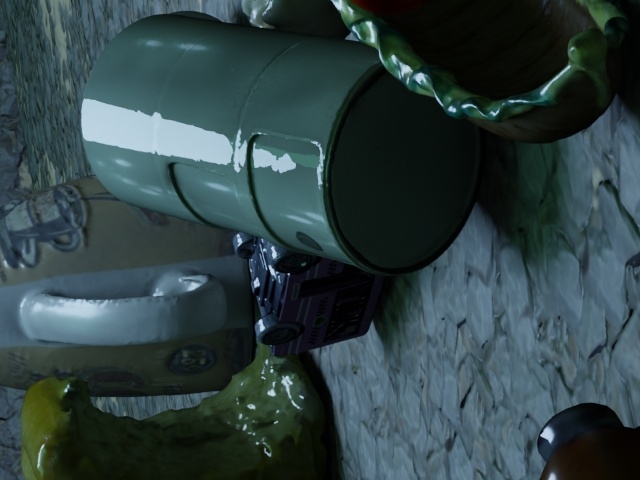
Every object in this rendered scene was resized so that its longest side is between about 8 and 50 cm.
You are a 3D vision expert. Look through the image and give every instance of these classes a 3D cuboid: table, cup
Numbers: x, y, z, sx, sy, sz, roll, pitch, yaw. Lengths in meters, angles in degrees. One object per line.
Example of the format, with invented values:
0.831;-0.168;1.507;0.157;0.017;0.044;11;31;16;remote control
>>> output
-0.025;-0.061;1.112;0.220;0.126;0.126;16;116;44;table
-0.198;0.055;1.729;0.301;0.257;0.227;-156;56;-70;cup

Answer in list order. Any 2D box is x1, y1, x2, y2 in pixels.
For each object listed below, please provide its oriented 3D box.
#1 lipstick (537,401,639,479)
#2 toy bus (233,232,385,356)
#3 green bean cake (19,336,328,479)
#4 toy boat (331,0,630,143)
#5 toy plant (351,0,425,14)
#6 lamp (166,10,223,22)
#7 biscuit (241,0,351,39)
0.180;0.226;0.765;0.418;0.077;0.077;-113;21;-45;lipstick
0.000;0.000;1.276;0.178;0.098;0.087;102;156;-59;toy bus
-0.110;0.203;1.516;0.124;0.236;0.233;-136;38;-62;green bean cake
0.083;-0.103;0.905;0.099;0.108;0.293;59;178;-31;toy boat
0.069;-0.166;0.818;0.240;0.155;0.088;-101;22;-46;toy plant
-0.111;-0.140;1.590;0.105;0.105;0.105;172;90;-75;lamp
-0.026;-0.257;1.236;0.179;0.084;0.281;91;169;-48;biscuit
